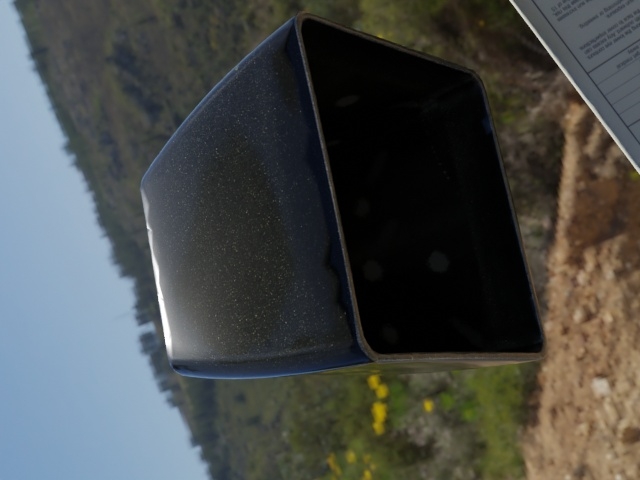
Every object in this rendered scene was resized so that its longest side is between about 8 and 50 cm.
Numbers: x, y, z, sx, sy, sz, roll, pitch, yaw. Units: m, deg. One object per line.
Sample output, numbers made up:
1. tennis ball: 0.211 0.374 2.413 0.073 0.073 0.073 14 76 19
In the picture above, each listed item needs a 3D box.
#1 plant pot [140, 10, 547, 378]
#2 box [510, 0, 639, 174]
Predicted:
1. plant pot: 0.000 0.000 0.704 0.188 0.167 0.187 7 -113 -52
2. box: 0.216 -0.195 0.839 0.311 0.148 0.121 50 -155 -17
